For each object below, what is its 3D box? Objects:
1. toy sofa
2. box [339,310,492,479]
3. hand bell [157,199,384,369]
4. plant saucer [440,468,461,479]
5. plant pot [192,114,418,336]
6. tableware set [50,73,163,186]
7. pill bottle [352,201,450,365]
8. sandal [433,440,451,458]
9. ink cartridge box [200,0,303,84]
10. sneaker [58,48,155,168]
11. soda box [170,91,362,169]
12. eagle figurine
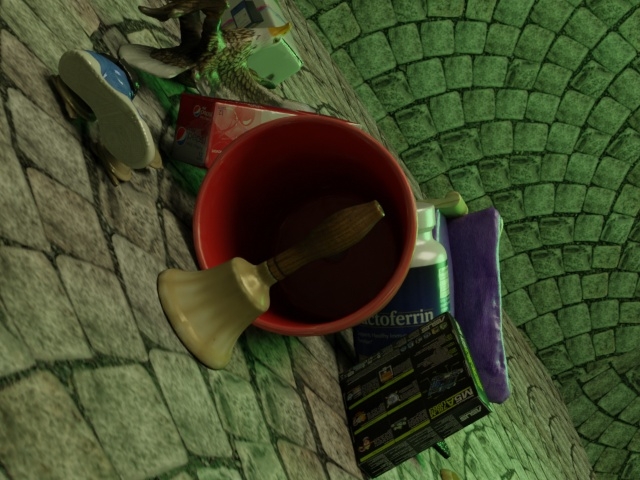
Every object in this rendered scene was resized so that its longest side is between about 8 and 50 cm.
[{"bbox_3d":[0.221,0.107,1.722,0.150,0.177,0.362,25,63,-74],"label":"toy sofa"},{"bbox_3d":[0.124,0.208,1.403,0.045,0.191,0.184,49,15,-34],"label":"box"},{"bbox_3d":[-0.040,0.025,1.091,0.126,0.242,0.126,53,14,-20],"label":"hand bell"},{"bbox_3d":[0.229,0.416,1.710,0.083,0.015,0.083,54,14,-20],"label":"plant saucer"},{"bbox_3d":[0.000,0.000,1.317,0.275,0.275,0.243,62,5,14],"label":"plant pot"},{"bbox_3d":[-0.245,-0.133,1.188,0.141,0.020,0.169,56,14,-2],"label":"tableware set"},{"bbox_3d":[0.120,0.079,1.557,0.153,0.153,0.264,-37,122,-77],"label":"pill bottle"},{"bbox_3d":[0.134,0.289,1.617,0.179,0.040,0.067,39,12,-16],"label":"sandal"},{"bbox_3d":[-0.137,-0.354,1.804,0.093,0.154,0.212,44,19,-48],"label":"ink cartridge box"},{"bbox_3d":[-0.221,-0.149,1.142,0.152,0.058,0.084,51,23,5],"label":"sneaker"},{"bbox_3d":[-0.069,-0.138,1.402,0.263,0.092,0.083,2,14,-42],"label":"soda box"},{"bbox_3d":[-0.134,-0.248,1.496,0.298,0.225,0.226,70,27,-47],"label":"eagle figurine"}]
